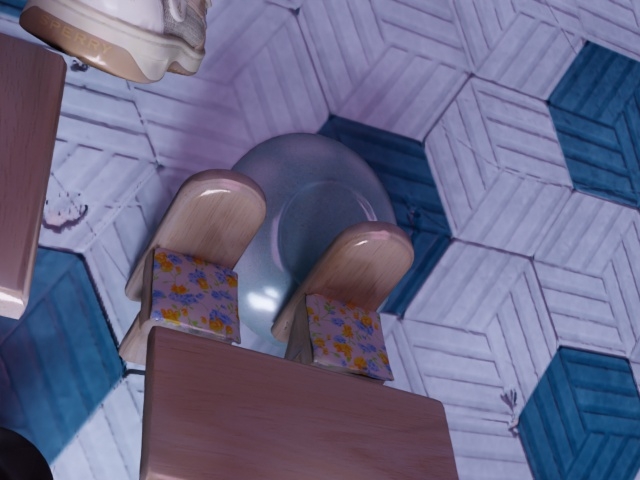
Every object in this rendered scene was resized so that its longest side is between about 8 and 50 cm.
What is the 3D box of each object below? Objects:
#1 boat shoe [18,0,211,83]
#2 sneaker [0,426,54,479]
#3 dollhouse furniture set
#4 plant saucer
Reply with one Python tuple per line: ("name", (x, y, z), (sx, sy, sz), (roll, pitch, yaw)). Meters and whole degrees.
("boat shoe", (-0.117, -0.173, 0.652), (0.109, 0.302, 0.098), (24, 102, -7))
("sneaker", (-0.290, 0.217, 0.592), (0.097, 0.135, 0.276), (47, 39, 15))
("dollhouse furniture set", (-0.069, 0.081, 0.581), (0.394, 0.256, 0.362), (18, 40, -22))
("plant saucer", (0.000, 0.000, 0.858), (0.195, 0.037, 0.195), (3, 84, -32))
